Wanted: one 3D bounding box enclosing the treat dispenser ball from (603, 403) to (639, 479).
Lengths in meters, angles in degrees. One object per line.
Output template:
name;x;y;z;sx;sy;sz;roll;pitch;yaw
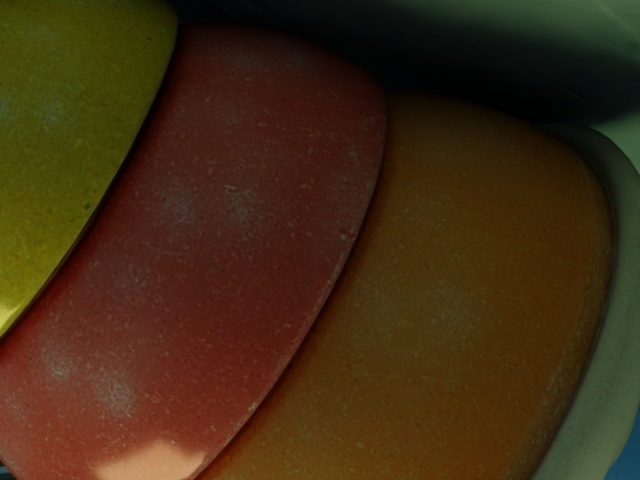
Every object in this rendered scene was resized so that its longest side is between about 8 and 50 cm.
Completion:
treat dispenser ball;0.334;0.174;1.189;0.288;0.288;0.288;12;172;2

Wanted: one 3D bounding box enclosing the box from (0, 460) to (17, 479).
box;-0.394;0.195;1.595;0.395;0.293;0.212;-8;-169;-18

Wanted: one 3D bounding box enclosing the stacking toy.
stacking toy;-0.108;-0.021;0.748;0.480;0.350;0.350;36;164;-20
